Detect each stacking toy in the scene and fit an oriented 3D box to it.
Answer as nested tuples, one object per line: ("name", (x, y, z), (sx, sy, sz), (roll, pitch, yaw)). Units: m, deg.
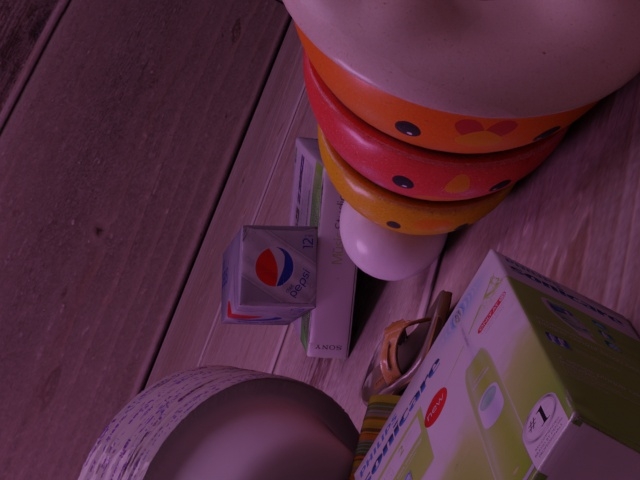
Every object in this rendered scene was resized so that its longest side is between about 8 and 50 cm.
("stacking toy", (0.113, -0.121, 1.401), (0.480, 0.351, 0.350), (99, -173, -52))

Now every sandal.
("sandal", (0.078, 0.112, 1.444), (0.180, 0.049, 0.072), (-52, 16, 46))

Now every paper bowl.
("paper bowl", (-0.061, 0.252, 1.212), (0.148, 0.284, 0.284), (3, 64, 48))

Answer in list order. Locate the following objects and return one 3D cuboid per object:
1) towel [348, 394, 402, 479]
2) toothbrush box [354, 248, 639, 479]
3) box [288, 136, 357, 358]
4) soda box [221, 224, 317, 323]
("towel", (0.064, 0.226, 1.147), (0.021, 0.102, 0.237), (75, -155, -47))
("toothbrush box", (0.129, 0.158, 0.923), (0.206, 0.122, 0.283), (-60, 10, 15))
("box", (0.000, 0.000, 1.841), (0.322, 0.058, 0.232), (-117, 32, -78))
("soda box", (-0.067, 0.047, 1.753), (0.286, 0.091, 0.098), (141, 130, -79))
